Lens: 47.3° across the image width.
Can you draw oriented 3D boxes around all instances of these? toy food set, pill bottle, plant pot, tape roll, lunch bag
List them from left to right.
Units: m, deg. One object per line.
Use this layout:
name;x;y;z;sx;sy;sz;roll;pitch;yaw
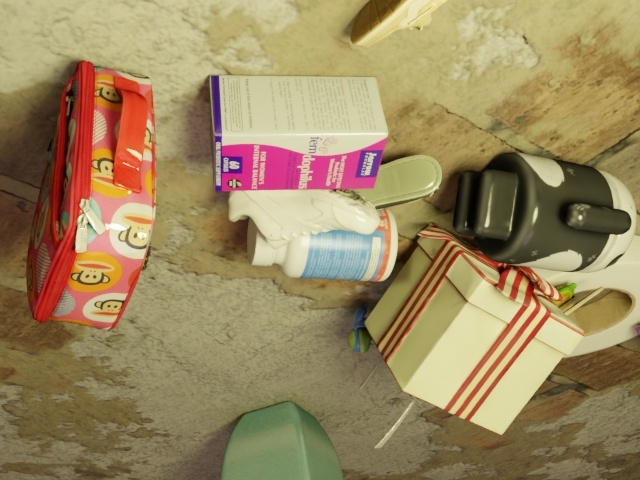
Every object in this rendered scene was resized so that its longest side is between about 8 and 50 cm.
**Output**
lunch bag;-0.264;-0.065;0.876;0.120;0.293;0.258;12;137;-27
plant pot;-0.093;0.547;1.807;0.247;0.252;0.248;-19;144;18
pill bottle;0.000;0.000;1.161;0.221;0.124;0.124;3;144;-16
toy food set;0.402;0.122;1.320;0.132;0.038;0.192;-25;171;-34
tape roll;0.517;0.125;1.477;0.392;0.072;0.392;-5;146;-3

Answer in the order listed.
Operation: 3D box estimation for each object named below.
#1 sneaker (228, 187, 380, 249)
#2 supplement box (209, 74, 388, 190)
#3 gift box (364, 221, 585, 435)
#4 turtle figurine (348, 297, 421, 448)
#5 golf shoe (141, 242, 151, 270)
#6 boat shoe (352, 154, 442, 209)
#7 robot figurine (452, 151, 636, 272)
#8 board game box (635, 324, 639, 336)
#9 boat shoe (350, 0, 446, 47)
sneaker;-0.029;-0.036;1.049;0.232;0.090;0.115;18;104;18
supplement box;-0.033;-0.142;0.966;0.220;0.114;0.111;-3;144;-9
gift box;0.241;0.128;1.207;0.276;0.255;0.258;28;104;-29
turtle figurine;0.196;0.238;1.478;0.266;0.274;0.198;-11;179;-2
golf shoe;-0.341;-0.018;1.133;0.094;0.077;0.198;-7;143;25
boat shoe;0.069;-0.079;1.100;0.228;0.081;0.069;-6;175;11
robot figurine;0.345;-0.037;1.125;0.278;0.209;0.173;8;129;-20
board game box;0.817;0.185;1.567;0.208;0.056;0.347;-38;146;19
boat shoe;0.110;-0.273;0.847;0.170;0.063;0.059;-33;132;31
